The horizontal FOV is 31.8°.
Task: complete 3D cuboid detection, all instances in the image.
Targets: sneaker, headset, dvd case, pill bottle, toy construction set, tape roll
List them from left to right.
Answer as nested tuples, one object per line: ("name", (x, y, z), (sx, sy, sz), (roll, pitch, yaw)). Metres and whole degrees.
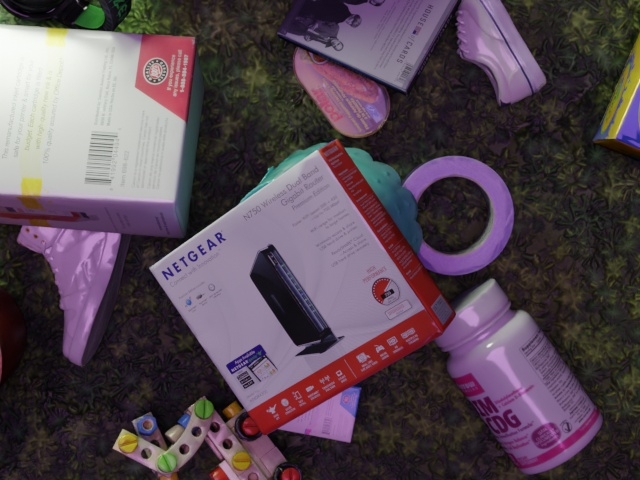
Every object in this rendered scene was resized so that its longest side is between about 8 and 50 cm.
("headset", (-0.443, -0.467, 1.723), (0.394, 0.243, 0.185), (29, 69, 17))
("sneaker", (-0.410, 0.044, 1.809), (0.169, 0.108, 0.292), (13, 84, 2))
("toy construction set", (-0.161, 0.386, 1.798), (0.215, 0.151, 0.327), (-36, 101, -21))
("dvd case", (0.075, -0.350, 1.753), (0.239, 0.029, 0.179), (28, 85, 19))
("tape roll", (0.210, -0.041, 1.797), (0.189, 0.080, 0.189), (0, 93, 1))
("sneaker", (0.252, -0.327, 1.769), (0.091, 0.094, 0.258), (-34, 92, 2))
("pill bottle", (0.300, 0.211, 1.772), (0.160, 0.160, 0.283), (-36, 92, 3))

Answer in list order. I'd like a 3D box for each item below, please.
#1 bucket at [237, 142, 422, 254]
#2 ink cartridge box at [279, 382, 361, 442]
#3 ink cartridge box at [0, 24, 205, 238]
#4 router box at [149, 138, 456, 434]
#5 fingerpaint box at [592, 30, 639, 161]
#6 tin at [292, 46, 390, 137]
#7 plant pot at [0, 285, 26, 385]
("bucket", (0.000, 0.000, 1.709), (0.281, 0.183, 0.281), (6, 108, 20))
("ink cartridge box", (-0.012, 0.260, 1.816), (0.143, 0.090, 0.092), (12, 94, 1))
("ink cartridge box", (-0.387, -0.169, 1.721), (0.385, 0.160, 0.279), (5, 72, 1))
("router box", (-0.030, 0.072, 1.595), (0.335, 0.082, 0.301), (-34, 92, 27))
("fingerpaint box", (0.686, -0.288, 1.727), (0.371, 0.163, 0.444), (23, 94, -1))
("tin", (0.033, -0.250, 1.808), (0.106, 0.040, 0.189), (-36, 92, -1))
("plant pot", (-0.589, 0.164, 1.734), (0.272, 0.265, 0.272), (0, 94, 1))
